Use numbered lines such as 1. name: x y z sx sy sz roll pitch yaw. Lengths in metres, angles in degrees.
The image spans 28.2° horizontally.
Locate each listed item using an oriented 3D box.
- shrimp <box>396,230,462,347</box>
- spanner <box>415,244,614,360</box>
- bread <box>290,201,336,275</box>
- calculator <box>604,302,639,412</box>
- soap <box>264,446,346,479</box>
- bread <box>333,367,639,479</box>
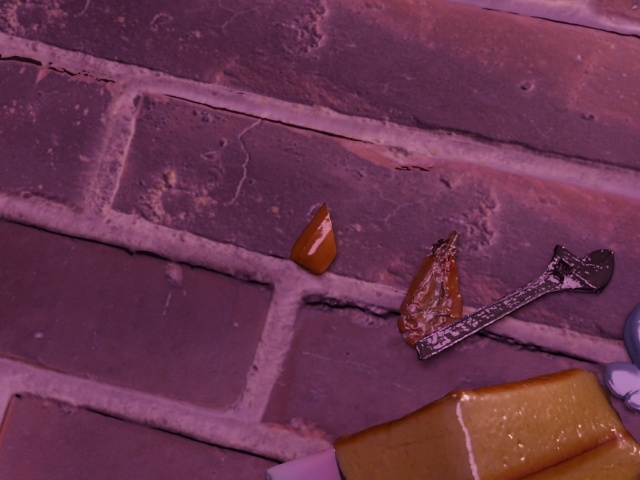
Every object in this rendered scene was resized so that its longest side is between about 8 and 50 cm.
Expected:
1. shrimp: 0.170 0.072 1.872 0.091 0.043 0.184 13 84 4
2. spanner: 0.282 0.090 1.844 0.325 0.026 0.093 -28 72 -5
3. bread: 0.001 -0.001 1.909 0.062 0.049 0.103 34 84 15
4. calculator: 0.542 0.138 1.795 0.303 0.042 0.188 -33 74 -4
5. soap: 0.020 0.450 1.713 0.109 0.193 0.324 -18 74 4
6. bread: 0.250 0.318 1.728 0.245 0.362 0.233 -30 73 41
